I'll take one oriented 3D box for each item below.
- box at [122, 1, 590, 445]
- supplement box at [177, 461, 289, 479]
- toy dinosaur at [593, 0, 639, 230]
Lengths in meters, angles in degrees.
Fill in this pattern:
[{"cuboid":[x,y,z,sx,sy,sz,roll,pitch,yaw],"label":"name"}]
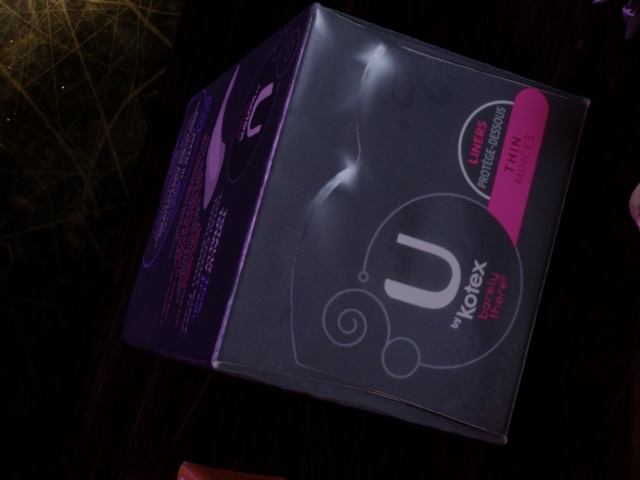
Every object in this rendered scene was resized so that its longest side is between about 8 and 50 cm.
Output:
[{"cuboid":[0.000,0.000,0.608,0.270,0.143,0.165,173,112,-73],"label":"box"},{"cuboid":[-0.035,0.189,0.669,0.233,0.078,0.080,-175,98,-75],"label":"supplement box"},{"cuboid":[0.147,-0.124,0.383,0.118,0.064,0.268,20,93,60],"label":"toy dinosaur"}]
